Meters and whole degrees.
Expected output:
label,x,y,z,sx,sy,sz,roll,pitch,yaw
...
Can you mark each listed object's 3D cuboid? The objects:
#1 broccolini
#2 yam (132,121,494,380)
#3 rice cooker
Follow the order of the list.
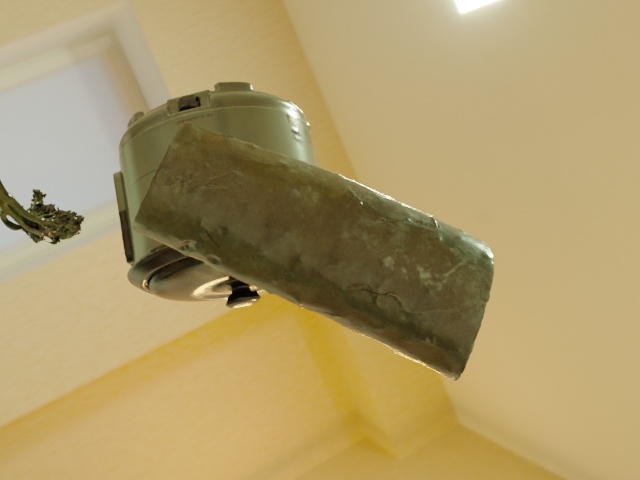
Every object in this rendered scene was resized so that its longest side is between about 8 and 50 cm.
label,x,y,z,sx,sy,sz,roll,pitch,yaw
broccolini,-0.253,-0.046,0.702,0.054,0.052,0.194,22,-22,17
yam,0.000,0.000,0.402,0.169,0.068,0.068,26,-21,-1
rice cooker,-0.109,-0.035,0.976,0.280,0.241,0.227,77,1,-76
